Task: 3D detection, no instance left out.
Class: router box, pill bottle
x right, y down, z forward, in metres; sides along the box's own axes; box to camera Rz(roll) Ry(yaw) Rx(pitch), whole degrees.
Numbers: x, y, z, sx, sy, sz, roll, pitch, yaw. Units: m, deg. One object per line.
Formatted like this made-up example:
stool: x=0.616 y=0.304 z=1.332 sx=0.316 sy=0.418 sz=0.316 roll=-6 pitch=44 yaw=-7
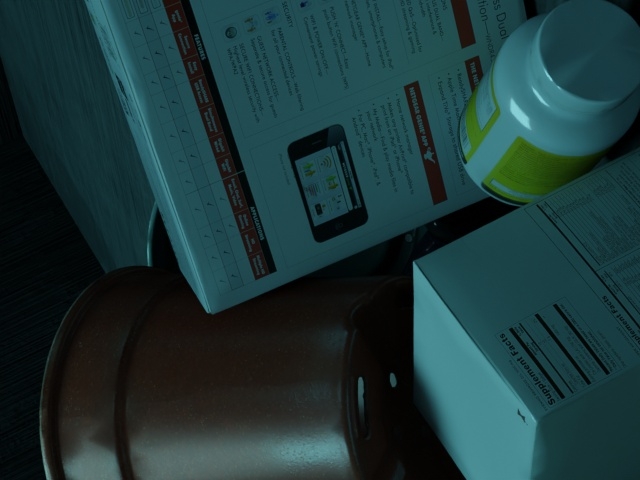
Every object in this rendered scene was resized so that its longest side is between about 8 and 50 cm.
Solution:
router box: x=-0.002 y=-0.149 z=1.232 sx=0.082 sy=0.301 sz=0.335 roll=-129 pitch=19 yaw=-57
pill bottle: x=0.162 y=-0.096 z=1.160 sx=0.103 sy=0.103 sz=0.184 roll=61 pitch=165 yaw=10

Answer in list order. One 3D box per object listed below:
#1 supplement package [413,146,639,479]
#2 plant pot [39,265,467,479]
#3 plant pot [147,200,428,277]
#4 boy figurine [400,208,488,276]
supplement package: x=0.186 y=0.074 z=1.167 sx=0.149 sy=0.203 sz=0.194 roll=54 pitch=162 yaw=31
plant pot: x=-0.033 y=0.139 z=1.337 sx=0.265 sy=0.272 sz=0.272 roll=-9 pitch=112 yaw=33
plant pot: x=0.000 y=0.000 z=1.601 sx=0.293 sy=0.293 sz=0.196 roll=65 pitch=-169 yaw=-5
boy figurine: x=0.093 y=0.120 z=1.456 sx=0.177 sy=0.285 sz=0.092 roll=25 pitch=-165 yaw=16
